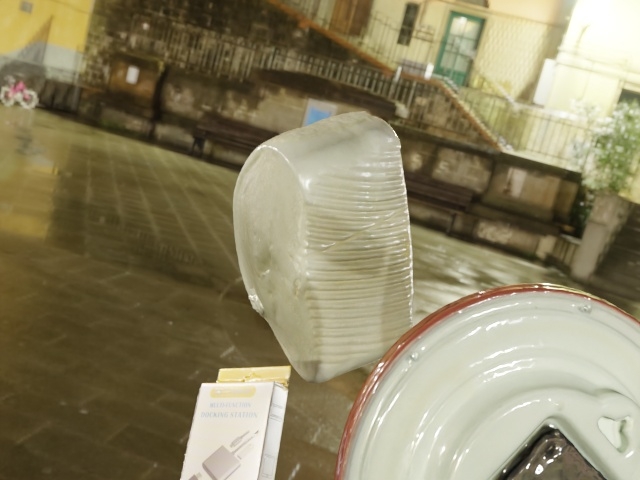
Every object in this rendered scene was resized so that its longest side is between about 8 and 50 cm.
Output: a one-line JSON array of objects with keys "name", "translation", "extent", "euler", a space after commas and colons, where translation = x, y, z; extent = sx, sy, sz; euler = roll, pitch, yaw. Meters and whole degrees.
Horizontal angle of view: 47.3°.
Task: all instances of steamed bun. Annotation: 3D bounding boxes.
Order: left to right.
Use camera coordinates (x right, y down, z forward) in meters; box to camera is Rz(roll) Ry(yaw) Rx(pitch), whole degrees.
[{"name": "steamed bun", "translation": [-0.002, 0.003, 1.131], "extent": [0.247, 0.383, 0.236], "euler": [-19, 23, -31]}]

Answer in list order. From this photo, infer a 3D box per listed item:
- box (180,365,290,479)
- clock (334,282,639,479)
[{"name": "box", "translation": [-0.110, 0.266, 0.861], "extent": [0.129, 0.247, 0.033], "euler": [-11, -30, 36]}, {"name": "clock", "translation": [0.165, 0.192, 0.569], "extent": [0.319, 0.318, 0.080], "euler": [14, -2, -10]}]
